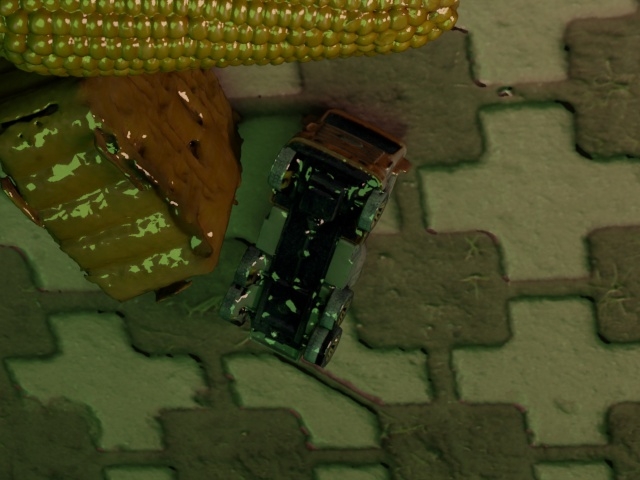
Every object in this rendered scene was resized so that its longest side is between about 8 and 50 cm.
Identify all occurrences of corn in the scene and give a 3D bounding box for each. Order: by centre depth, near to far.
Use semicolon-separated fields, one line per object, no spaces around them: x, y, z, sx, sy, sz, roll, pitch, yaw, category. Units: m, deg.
-0.086;-0.196;1.496;0.387;0.144;0.144;-1;134;-8;corn

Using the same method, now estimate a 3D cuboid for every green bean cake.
-0.164;-0.088;1.642;0.131;0.224;0.229;-20;128;23;green bean cake

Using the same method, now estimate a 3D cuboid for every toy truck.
0.000;0.000;1.756;0.108;0.140;0.256;26;126;10;toy truck
